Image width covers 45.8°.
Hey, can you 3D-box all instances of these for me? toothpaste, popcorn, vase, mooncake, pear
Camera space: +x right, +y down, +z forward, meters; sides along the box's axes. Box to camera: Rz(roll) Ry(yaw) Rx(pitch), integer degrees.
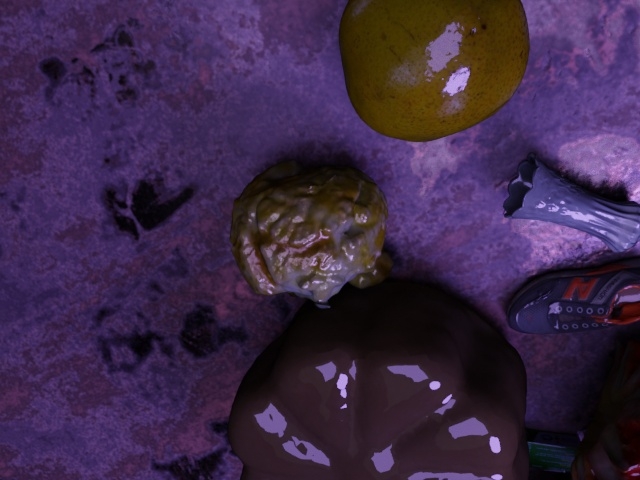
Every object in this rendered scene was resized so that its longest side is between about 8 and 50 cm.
[{"bbox_3d":[0.259,0.279,1.028,0.178,0.037,0.043,6,108,7],"label":"toothpaste"},{"bbox_3d":[0.000,0.000,0.890,0.198,0.198,0.212,-26,139,18],"label":"popcorn"},{"bbox_3d":[0.296,-0.038,0.874,0.149,0.081,0.081,21,114,-3],"label":"vase"},{"bbox_3d":[0.073,0.245,0.935,0.378,0.201,0.378,6,110,16],"label":"mooncake"},{"bbox_3d":[0.116,-0.199,0.784,0.198,0.198,0.198,3,112,8],"label":"pear"}]

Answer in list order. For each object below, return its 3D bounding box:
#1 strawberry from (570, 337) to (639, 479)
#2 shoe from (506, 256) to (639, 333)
[{"bbox_3d":[0.464,0.278,0.853,0.343,0.292,0.292,26,114,12],"label":"strawberry"},{"bbox_3d":[0.320,0.077,0.913,0.194,0.077,0.074,-16,109,15],"label":"shoe"}]
